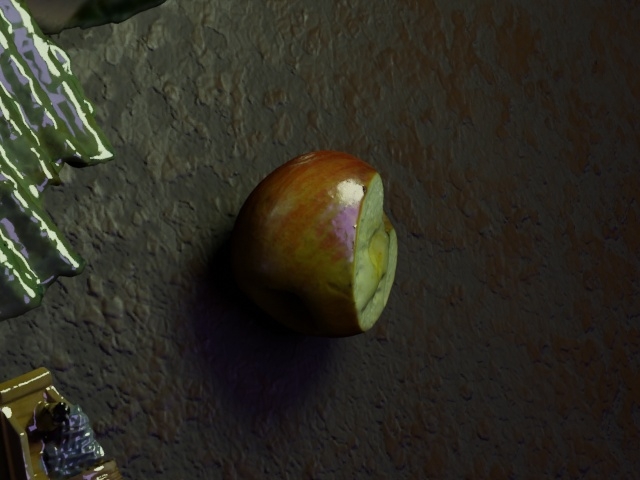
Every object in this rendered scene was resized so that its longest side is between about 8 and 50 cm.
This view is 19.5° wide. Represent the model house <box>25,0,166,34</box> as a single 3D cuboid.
[{"bbox_3d":[-0.261,-0.379,1.698,0.266,0.261,0.321,-82,152,-57],"label":"model house"}]

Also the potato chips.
[{"bbox_3d":[-0.317,-0.138,1.466,0.389,0.097,0.373,53,35,-29],"label":"potato chips"}]

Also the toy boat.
[{"bbox_3d":[-0.200,0.258,1.588,0.089,0.115,0.310,-16,87,-45],"label":"toy boat"}]

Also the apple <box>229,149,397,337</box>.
[{"bbox_3d":[0.000,0.000,1.828,0.173,0.160,0.195,-57,156,-23],"label":"apple"}]
